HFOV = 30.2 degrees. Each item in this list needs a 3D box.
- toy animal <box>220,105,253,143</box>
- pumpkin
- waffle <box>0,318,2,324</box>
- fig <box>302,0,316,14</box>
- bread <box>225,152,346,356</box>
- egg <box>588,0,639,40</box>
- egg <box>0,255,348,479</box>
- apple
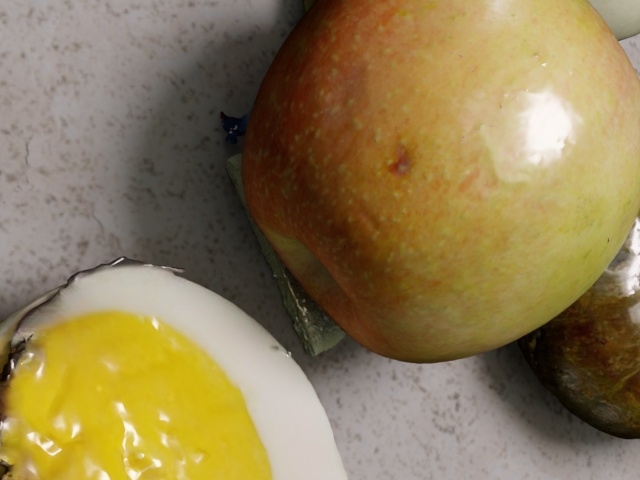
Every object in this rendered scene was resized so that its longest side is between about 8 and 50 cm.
[{"bbox_3d":[0.013,-0.119,1.080,0.216,0.041,0.075,1,84,-28],"label":"toy animal"},{"bbox_3d":[0.314,0.067,1.089,0.325,0.242,0.232,31,66,-14],"label":"pumpkin"},{"bbox_3d":[-0.379,0.061,0.885,0.281,0.058,0.301,-9,90,-23],"label":"waffle"},{"bbox_3d":[0.034,-0.207,1.061,0.109,0.103,0.155,20,70,2],"label":"fig"},{"bbox_3d":[0.002,-0.005,1.067,0.112,0.036,0.193,-25,96,-24],"label":"bread"},{"bbox_3d":[0.227,-0.279,1.103,0.253,0.186,0.187,28,76,-16],"label":"egg"},{"bbox_3d":[-0.147,0.199,0.897,0.337,0.201,0.337,21,55,-33],"label":"egg"},{"bbox_3d":[0.087,-0.058,0.927,0.319,0.319,0.277,45,70,-14],"label":"apple"}]
